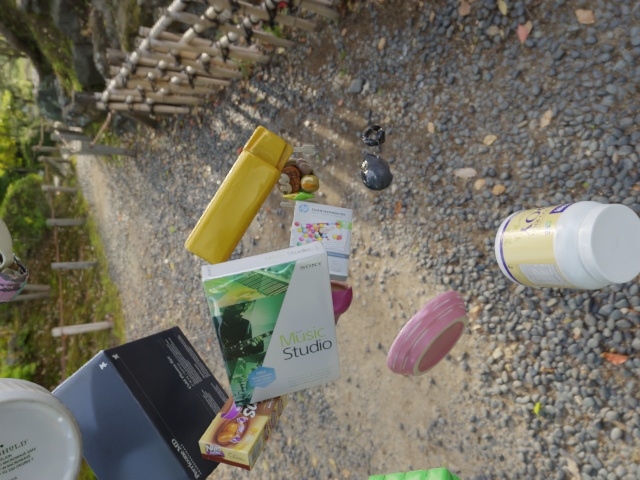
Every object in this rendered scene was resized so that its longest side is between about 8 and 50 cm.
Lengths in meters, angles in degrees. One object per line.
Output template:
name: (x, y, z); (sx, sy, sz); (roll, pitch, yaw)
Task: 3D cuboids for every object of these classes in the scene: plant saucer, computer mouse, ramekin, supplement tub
plant saucer: (0.357, 0.313, 1.489); (0.084, 0.332, 0.332); (42, 126, 33)
computer mouse: (0.127, -0.193, 1.026); (0.242, 0.071, 0.041); (-84, 12, -45)
ramekin: (-0.529, 0.367, 0.763); (0.127, 0.273, 0.272); (-15, 78, 40)
supplement tub: (0.697, 0.017, 1.328); (0.331, 0.241, 0.241); (170, 97, -69)

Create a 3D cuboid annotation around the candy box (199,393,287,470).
candy box: (-0.153, 0.373, 0.964); (0.109, 0.186, 0.053); (5, 117, 19)

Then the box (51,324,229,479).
box: (-0.372, 0.404, 1.076); (0.179, 0.312, 0.343); (-40, 81, 8)

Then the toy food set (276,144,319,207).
toy food set: (-0.069, -0.171, 1.314); (0.038, 0.132, 0.192); (-74, -17, -59)

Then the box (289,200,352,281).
box: (0.000, 0.000, 1.125); (0.038, 0.145, 0.186); (106, 172, -60)

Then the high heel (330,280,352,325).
high heel: (-0.093, 0.124, 1.356); (0.127, 0.377, 0.181); (-75, 4, -46)

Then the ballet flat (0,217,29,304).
ballet flat: (-0.417, -0.028, 0.539); (0.079, 0.077, 0.221); (-36, 95, 11)

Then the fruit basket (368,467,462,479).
fruit basket: (0.276, 0.864, 1.284); (0.392, 0.283, 0.392); (-40, 23, 21)

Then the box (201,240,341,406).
box: (-0.086, 0.172, 0.924); (0.058, 0.232, 0.322); (-122, 21, -60)

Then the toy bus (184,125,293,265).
toy bus: (-0.190, -0.108, 1.109); (0.332, 0.108, 0.130); (-57, 13, 3)
